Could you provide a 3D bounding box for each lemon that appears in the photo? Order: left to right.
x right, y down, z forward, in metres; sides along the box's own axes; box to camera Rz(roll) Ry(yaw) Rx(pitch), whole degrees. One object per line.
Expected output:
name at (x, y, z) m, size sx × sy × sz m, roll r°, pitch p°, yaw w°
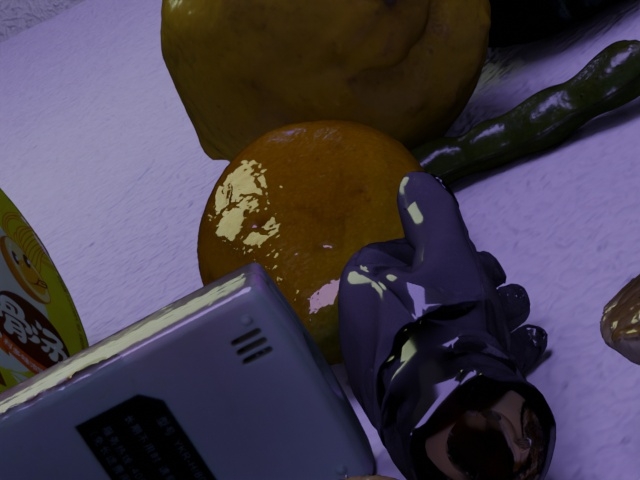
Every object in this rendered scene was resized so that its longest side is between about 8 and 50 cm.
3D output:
lemon at (-0.005, -0.175, 1.520) m, size 0.285 × 0.285 × 0.316 m, roll -37°, pitch 38°, yaw -23°

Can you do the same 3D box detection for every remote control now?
remote control at (-0.149, 0.148, 1.057) m, size 0.344 × 0.145 × 0.050 m, roll -27°, pitch 21°, yaw 9°

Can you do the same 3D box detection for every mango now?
mango at (0.000, 0.000, 1.279) m, size 0.176 × 0.119 × 0.317 m, roll -22°, pitch 22°, yaw 0°

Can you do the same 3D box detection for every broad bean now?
broad bean at (0.148, -0.087, 1.393) m, size 0.256 × 0.053 × 0.052 m, roll -24°, pitch 56°, yaw 20°

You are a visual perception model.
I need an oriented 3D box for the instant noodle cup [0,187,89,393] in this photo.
instant noodle cup at (-0.353, 0.073, 1.409) m, size 0.221 × 0.311 × 0.311 m, roll -37°, pitch 15°, yaw 15°

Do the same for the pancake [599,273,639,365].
pancake at (0.260, -0.004, 0.864) m, size 0.282 × 0.049 × 0.282 m, roll -18°, pitch 4°, yaw 1°

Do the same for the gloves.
gloves at (0.066, 0.050, 1.005) m, size 0.119 × 0.142 × 0.285 m, roll -1°, pitch 17°, yaw 5°

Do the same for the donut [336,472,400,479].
donut at (-0.013, 0.178, 0.871) m, size 0.184 × 0.073 × 0.166 m, roll -21°, pitch 16°, yaw 23°

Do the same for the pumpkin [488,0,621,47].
pumpkin at (0.179, -0.314, 1.672) m, size 0.315 × 0.238 × 0.315 m, roll -21°, pitch 17°, yaw 7°
